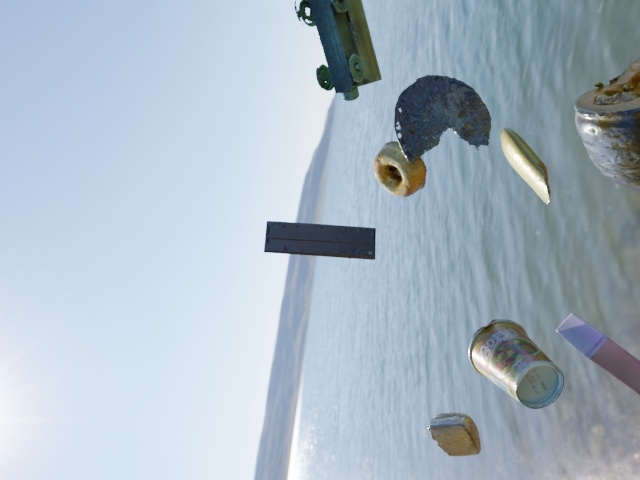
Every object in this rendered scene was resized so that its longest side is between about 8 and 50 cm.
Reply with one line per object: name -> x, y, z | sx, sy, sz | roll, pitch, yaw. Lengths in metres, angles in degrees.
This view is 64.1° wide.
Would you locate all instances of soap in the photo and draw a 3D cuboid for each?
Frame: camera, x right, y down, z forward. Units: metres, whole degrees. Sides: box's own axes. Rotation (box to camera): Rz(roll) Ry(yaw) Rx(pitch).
soap -> 0.351, -0.123, 0.859 | 0.089, 0.033, 0.168 | 43, -160, -52

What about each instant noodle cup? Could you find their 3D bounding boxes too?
instant noodle cup -> 0.462, 0.293, 1.196 | 0.185, 0.169, 0.168 | -126, 42, -73

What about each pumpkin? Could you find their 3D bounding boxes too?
pumpkin -> 0.635, -0.204, 0.914 | 0.232, 0.325, 0.242 | 63, 167, -21

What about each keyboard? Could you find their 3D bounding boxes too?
keyboard -> 0.000, 0.000, 0.911 | 0.010, 0.198, 0.063 | 97, 177, -67

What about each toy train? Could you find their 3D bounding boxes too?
toy train -> 0.051, -0.506, 1.278 | 0.189, 0.127, 0.307 | -40, -64, -54

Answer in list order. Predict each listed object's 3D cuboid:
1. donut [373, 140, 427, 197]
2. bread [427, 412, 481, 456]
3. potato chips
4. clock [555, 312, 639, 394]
donut -> 0.229, -0.203, 1.512 | 0.075, 0.174, 0.190 | -43, -7, -18
bread -> 0.350, 0.494, 1.316 | 0.125, 0.106, 0.082 | 57, -151, -19
potato chips -> 0.276, -0.275, 1.170 | 0.029, 0.220, 0.201 | -34, -54, -66
clock -> 0.668, 0.264, 1.190 | 0.063, 0.197, 0.150 | -54, 12, 10
